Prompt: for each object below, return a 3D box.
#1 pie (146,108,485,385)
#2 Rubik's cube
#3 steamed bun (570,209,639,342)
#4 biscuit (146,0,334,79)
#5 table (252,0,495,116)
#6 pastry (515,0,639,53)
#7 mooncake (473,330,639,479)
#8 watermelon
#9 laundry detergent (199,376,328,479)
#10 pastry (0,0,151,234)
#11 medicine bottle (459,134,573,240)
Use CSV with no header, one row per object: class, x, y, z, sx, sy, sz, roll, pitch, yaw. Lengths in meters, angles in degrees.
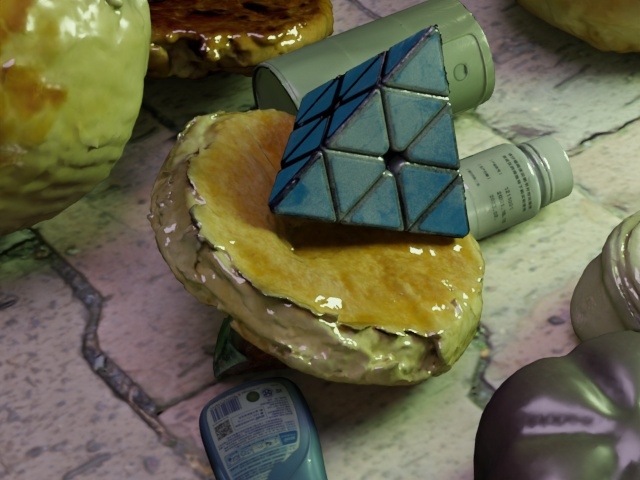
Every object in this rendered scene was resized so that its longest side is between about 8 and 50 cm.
pie,0.000,0.000,1.437,0.340,0.083,0.339,22,31,-14
Rubik's cube,0.036,-0.047,1.410,0.178,0.211,0.190,-38,95,-33
steamed bun,0.342,0.034,1.414,0.211,0.144,0.218,-30,49,-24
biscuit,-0.155,-0.241,1.750,0.334,0.081,0.289,15,29,23
table,0.053,-0.160,1.655,0.220,0.126,0.126,-24,47,-20
pastry,0.376,-0.378,1.776,0.410,0.245,0.409,-1,42,1
mooncake,0.239,0.186,1.278,0.245,0.133,0.245,1,49,-1
watermelon,-0.017,0.061,1.473,0.139,0.071,0.187,20,48,18
laundry detergent,-0.033,0.206,1.320,0.097,0.061,0.206,-12,44,-11
pastry,-0.359,-0.187,1.524,0.389,0.388,0.313,31,14,32
medicine bottle,0.174,-0.051,1.564,0.130,0.080,0.080,-22,46,-18
